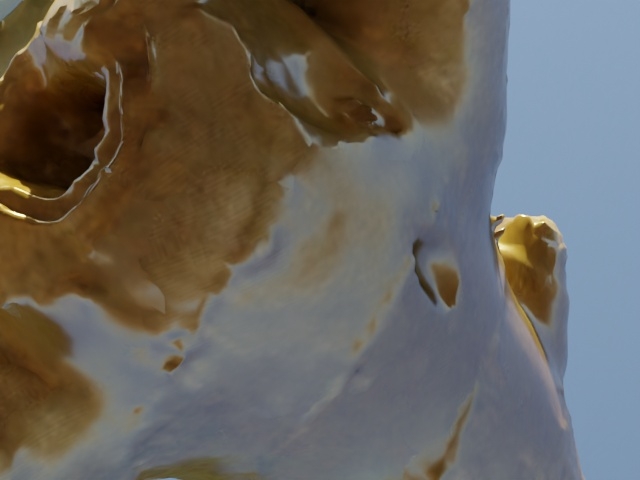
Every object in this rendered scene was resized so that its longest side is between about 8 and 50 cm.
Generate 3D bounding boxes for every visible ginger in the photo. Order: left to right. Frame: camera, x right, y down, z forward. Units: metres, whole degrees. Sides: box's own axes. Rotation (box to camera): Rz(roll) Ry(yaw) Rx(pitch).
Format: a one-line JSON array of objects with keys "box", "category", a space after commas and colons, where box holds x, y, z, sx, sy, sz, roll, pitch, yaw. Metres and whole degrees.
[{"box": [-0.005, -0.017, 0.480, 0.122, 0.348, 0.363, 19, -91, 43], "category": "ginger"}]

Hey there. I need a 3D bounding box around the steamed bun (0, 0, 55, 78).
[{"box": [-0.255, -0.102, 0.867, 0.339, 0.352, 0.247, -8, -86, -40], "category": "steamed bun"}]
